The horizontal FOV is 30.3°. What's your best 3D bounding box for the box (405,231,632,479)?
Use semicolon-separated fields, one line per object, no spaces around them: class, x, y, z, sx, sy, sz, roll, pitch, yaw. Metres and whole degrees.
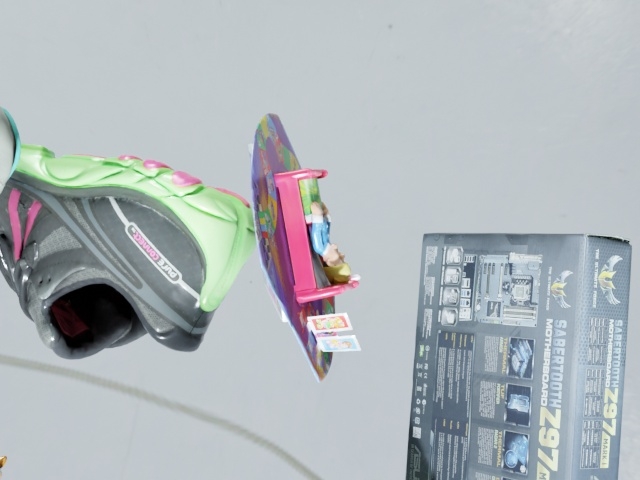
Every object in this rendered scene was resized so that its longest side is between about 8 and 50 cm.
box;0.153;0.109;0.943;0.059;0.183;0.233;5;87;-36

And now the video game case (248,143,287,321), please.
video game case;-0.039;-0.008;0.927;0.011;0.087;0.122;-9;110;-10

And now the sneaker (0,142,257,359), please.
sneaker;-0.278;0.015;1.235;0.185;0.483;0.202;26;75;-44

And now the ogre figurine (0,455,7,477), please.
ogre figurine;-0.288;0.177;0.826;0.097;0.197;0.118;21;67;20

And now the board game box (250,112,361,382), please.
board game box;0.000;0.000;0.729;0.033;0.169;0.133;-10;45;13

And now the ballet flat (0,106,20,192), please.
ballet flat;-0.242;-0.016;0.709;0.068;0.213;0.072;-16;70;-38
